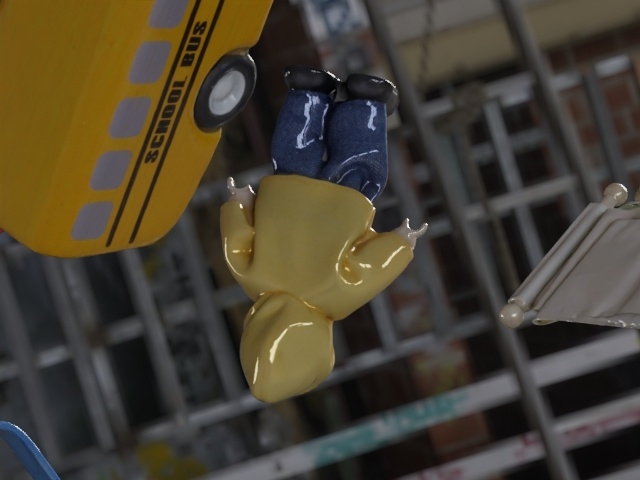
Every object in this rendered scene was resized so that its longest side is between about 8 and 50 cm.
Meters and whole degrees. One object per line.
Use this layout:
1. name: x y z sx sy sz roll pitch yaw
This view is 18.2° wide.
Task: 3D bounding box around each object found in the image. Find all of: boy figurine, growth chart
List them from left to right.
1. boy figurine: 0.000 0.000 1.671 0.177 0.285 0.092 7 -11 13
2. growth chart: 0.223 0.012 1.244 0.172 0.021 0.237 -41 26 -26

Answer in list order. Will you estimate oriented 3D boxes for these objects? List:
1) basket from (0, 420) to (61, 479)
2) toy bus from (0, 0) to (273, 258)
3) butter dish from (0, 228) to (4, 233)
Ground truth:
1. basket: -0.195 0.289 1.240 0.201 0.289 0.255 -8 38 52
2. toy bus: -0.092 -0.161 1.107 0.108 0.333 0.130 35 26 29
3. butter dish: -0.303 -0.081 1.702 0.160 0.160 0.118 -36 4 -2
